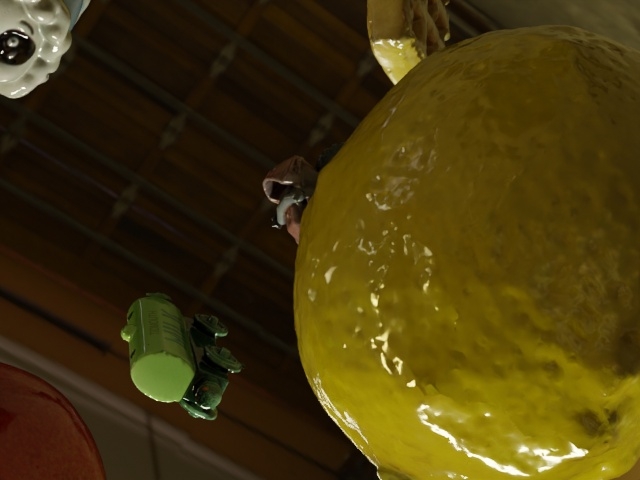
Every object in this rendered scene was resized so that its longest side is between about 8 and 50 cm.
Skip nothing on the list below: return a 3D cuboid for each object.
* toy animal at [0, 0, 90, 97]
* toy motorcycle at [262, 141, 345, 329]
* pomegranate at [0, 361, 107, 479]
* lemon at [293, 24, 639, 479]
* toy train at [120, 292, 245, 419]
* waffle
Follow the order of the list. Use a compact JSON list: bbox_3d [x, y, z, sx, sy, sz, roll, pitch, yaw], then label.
[{"bbox_3d":[-0.334,-0.275,1.071,0.208,0.156,0.204,49,-152,-32],"label":"toy animal"},{"bbox_3d":[0.000,0.000,0.990,0.118,0.212,0.084,6,159,-17],"label":"toy motorcycle"},{"bbox_3d":[-0.249,0.204,0.675,0.256,0.221,0.221,61,-170,3],"label":"pomegranate"},{"bbox_3d":[0.106,0.008,0.551,0.233,0.288,0.233,30,165,9],"label":"lemon"},{"bbox_3d":[-0.204,0.153,1.397,0.157,0.105,0.253,26,-170,-18],"label":"toy train"},{"bbox_3d":[0.106,-0.293,1.168,0.055,0.248,0.221,-3,164,18],"label":"waffle"}]
